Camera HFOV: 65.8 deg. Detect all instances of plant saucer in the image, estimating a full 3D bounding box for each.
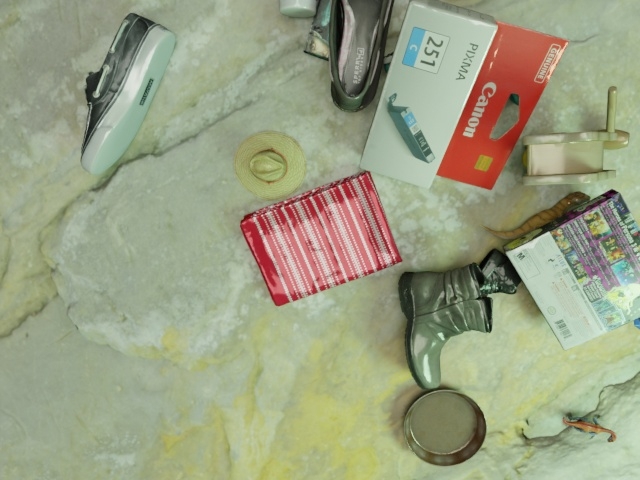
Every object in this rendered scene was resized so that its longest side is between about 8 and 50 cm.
[{"bbox_3d":[0.254,0.380,1.016,0.168,0.029,0.168,1,98,4],"label":"plant saucer"}]

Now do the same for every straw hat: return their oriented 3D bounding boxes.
[{"bbox_3d":[-0.100,-0.140,0.938,0.144,0.061,0.144,0,98,3],"label":"straw hat"}]

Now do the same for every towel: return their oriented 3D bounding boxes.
[{"bbox_3d":[0.000,0.000,0.970,0.275,0.031,0.199,-20,98,5],"label":"towel"}]

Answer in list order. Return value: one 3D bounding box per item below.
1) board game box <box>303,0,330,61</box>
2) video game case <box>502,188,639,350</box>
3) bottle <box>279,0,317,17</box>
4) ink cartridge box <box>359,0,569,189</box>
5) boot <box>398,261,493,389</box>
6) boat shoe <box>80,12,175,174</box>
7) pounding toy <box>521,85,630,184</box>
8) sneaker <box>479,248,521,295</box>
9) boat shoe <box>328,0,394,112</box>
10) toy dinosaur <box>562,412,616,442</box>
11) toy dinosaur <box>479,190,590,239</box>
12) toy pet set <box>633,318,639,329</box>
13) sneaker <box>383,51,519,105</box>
[{"bbox_3d":[0.055,-0.418,0.905,0.126,0.026,0.186,17,99,0],"label":"board game box"},{"bbox_3d":[0.480,0.058,0.890,0.210,0.042,0.232,-32,100,17],"label":"video game case"},{"bbox_3d":[-0.034,-0.542,0.856,0.118,0.092,0.282,5,99,7],"label":"bottle"},{"bbox_3d":[0.230,-0.224,0.841,0.261,0.066,0.296,16,128,1],"label":"ink cartridge box"},{"bbox_3d":[0.242,0.167,0.926,0.161,0.083,0.246,-6,98,32],"label":"boot"},{"bbox_3d":[-0.380,-0.270,0.910,0.102,0.108,0.301,28,96,-2],"label":"boat shoe"},{"bbox_3d":[0.417,-0.176,0.850,0.154,0.269,0.154,5,102,42],"label":"pounding toy"},{"bbox_3d":[0.339,0.084,0.955,0.089,0.051,0.170,34,96,2],"label":"sneaker"},{"bbox_3d":[0.071,-0.391,0.845,0.112,0.095,0.335,5,99,2],"label":"boat shoe"},{"bbox_3d":[0.536,0.377,0.981,0.082,0.090,0.047,5,89,46],"label":"toy dinosaur"},{"bbox_3d":[0.412,-0.021,0.940,0.211,0.064,0.112,-26,83,-4],"label":"toy dinosaur"},{"bbox_3d":[0.634,0.111,0.953,0.122,0.065,0.114,4,64,-1],"label":"toy pet set"},{"bbox_3d":[0.247,-0.296,0.880,0.275,0.107,0.110,6,111,3],"label":"sneaker"}]
